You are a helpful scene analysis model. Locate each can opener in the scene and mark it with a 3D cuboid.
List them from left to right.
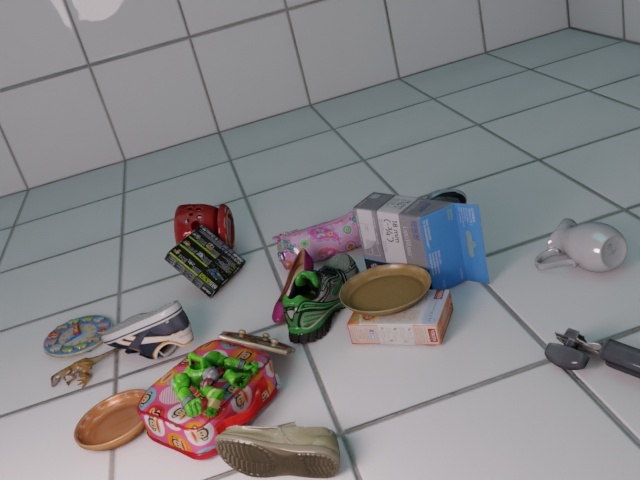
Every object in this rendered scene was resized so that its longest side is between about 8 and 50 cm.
[{"bbox_3d":[0.598,0.257,1.498,0.283,0.076,0.095,20,75,49],"label":"can opener"}]

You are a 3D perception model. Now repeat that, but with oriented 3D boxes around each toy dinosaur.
[{"bbox_3d":[-0.633,0.335,1.971,0.211,0.064,0.112,-22,26,-15],"label":"toy dinosaur"}]

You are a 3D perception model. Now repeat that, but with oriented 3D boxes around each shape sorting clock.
[{"bbox_3d":[-0.717,0.279,2.153,0.206,0.040,0.206,-12,26,6],"label":"shape sorting clock"}]

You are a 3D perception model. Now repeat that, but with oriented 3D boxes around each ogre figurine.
[{"bbox_3d":[-0.236,0.295,1.558,0.118,0.097,0.197,27,58,31],"label":"ogre figurine"}]

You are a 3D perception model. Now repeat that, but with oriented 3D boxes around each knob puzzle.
[{"bbox_3d":[-0.154,0.245,1.823,0.213,0.030,0.213,13,-3,1],"label":"knob puzzle"}]

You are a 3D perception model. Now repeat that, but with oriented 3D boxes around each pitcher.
[{"bbox_3d":[0.662,0.027,1.865,0.178,0.125,0.207,-42,21,-9],"label":"pitcher"}]

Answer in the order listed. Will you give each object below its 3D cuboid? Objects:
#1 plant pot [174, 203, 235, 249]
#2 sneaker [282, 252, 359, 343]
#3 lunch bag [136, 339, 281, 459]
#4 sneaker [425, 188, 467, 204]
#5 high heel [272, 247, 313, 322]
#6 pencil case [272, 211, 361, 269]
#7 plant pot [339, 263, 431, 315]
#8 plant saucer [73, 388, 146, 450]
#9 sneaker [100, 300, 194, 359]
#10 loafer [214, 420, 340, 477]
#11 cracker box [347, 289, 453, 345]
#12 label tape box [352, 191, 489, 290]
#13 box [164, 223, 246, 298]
[{"bbox_3d":[-0.382,-0.031,2.440,0.174,0.191,0.191,-4,27,3],"label":"plant pot"},{"bbox_3d":[0.009,0.125,1.959,0.134,0.146,0.343,-1,28,27],"label":"sneaker"},{"bbox_3d":[-0.239,0.355,1.657,0.258,0.120,0.293,8,33,38],"label":"lunch bag"},{"bbox_3d":[0.332,-0.066,2.231,0.268,0.101,0.153,-19,26,4],"label":"sneaker"},{"bbox_3d":[-0.080,0.126,2.035,0.082,0.117,0.244,2,30,31],"label":"high heel"},{"bbox_3d":[0.000,0.000,2.245,0.284,0.124,0.124,-16,26,-6],"label":"pencil case"},{"bbox_3d":[0.166,0.129,1.847,0.236,0.032,0.236,-12,25,6],"label":"plant pot"},{"bbox_3d":[-0.481,0.428,1.720,0.200,0.037,0.200,-16,23,7],"label":"plant saucer"},{"bbox_3d":[-0.473,0.264,1.978,0.321,0.127,0.126,-19,13,40],"label":"sneaker"},{"bbox_3d":[-0.083,0.420,1.481,0.268,0.102,0.092,4,29,16],"label":"loafer"},{"bbox_3d":[0.201,0.191,1.816,0.232,0.067,0.156,-3,28,25],"label":"cracker box"},{"bbox_3d":[0.264,0.013,1.938,0.333,0.241,0.106,10,35,41],"label":"label tape box"},{"bbox_3d":[-0.355,0.061,2.261,0.184,0.190,0.045,-49,-3,-46],"label":"box"}]
